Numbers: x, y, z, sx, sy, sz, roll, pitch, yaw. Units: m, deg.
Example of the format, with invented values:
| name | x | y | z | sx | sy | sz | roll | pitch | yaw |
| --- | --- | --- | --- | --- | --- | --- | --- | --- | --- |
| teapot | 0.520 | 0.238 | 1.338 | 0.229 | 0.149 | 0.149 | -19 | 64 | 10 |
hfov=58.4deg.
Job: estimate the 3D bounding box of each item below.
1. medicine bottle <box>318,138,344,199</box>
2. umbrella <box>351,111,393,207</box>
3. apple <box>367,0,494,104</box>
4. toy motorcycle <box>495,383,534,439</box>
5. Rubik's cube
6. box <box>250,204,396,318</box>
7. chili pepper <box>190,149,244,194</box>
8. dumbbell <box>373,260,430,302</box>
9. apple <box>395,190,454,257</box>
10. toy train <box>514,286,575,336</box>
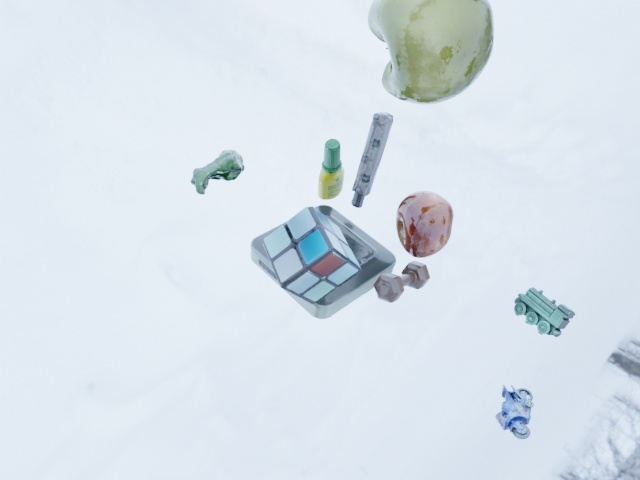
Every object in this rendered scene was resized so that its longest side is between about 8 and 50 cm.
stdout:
| name | x | y | z | sx | sy | sz | roll | pitch | yaw |
| --- | --- | --- | --- | --- | --- | --- | --- | --- | --- |
| medicine bottle | 0.041 | -0.253 | 2.060 | 0.111 | 0.076 | 0.309 | -38 | 160 | -19 |
| umbrella | 0.167 | -0.266 | 1.924 | 0.073 | 0.067 | 0.338 | -18 | 131 | -49 |
| apple | 0.260 | -0.460 | 1.294 | 0.257 | 0.233 | 0.295 | -18 | 112 | -7 |
| toy motorcycle | 0.641 | 0.565 | 1.896 | 0.205 | 0.114 | 0.076 | -60 | 151 | -48 |
| Rubik's cube | -0.024 | 0.041 | 1.555 | 0.180 | 0.167 | 0.183 | -35 | 146 | 12 |
| box | 0.011 | 0.050 | 1.872 | 0.373 | 0.367 | 0.091 | -30 | 147 | -35 |
| chili pepper | -0.253 | -0.176 | 1.434 | 0.100 | 0.074 | 0.257 | -52 | 175 | 25 |
| dumbbell | 0.256 | 0.126 | 1.780 | 0.230 | 0.092 | 0.082 | -16 | 115 | -51 |
| apple | 0.319 | -0.051 | 1.739 | 0.162 | 0.201 | 0.201 | -12 | 135 | -7 |
| toy train | 0.662 | 0.209 | 1.711 | 0.071 | 0.170 | 0.111 | 14 | 114 | -44 |
